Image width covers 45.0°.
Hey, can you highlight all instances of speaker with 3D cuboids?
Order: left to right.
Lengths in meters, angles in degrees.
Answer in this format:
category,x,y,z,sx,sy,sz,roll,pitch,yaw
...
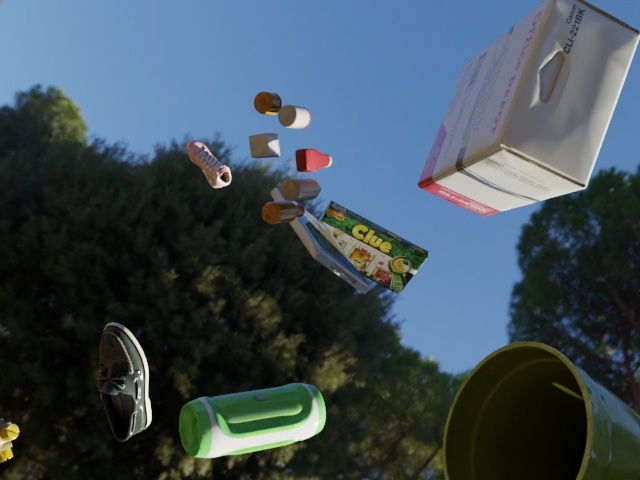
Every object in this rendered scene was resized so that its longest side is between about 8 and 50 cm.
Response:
category,x,y,z,sx,sy,sz,roll,pitch,yaw
speaker,-0.141,0.378,1.637,0.131,0.296,0.131,5,-84,57

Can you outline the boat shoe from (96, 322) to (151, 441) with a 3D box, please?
category,x,y,z,sx,sy,sz,roll,pitch,yaw
boat shoe,-0.533,0.383,2.032,0.127,0.113,0.340,12,-61,20

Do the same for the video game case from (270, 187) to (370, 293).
category,x,y,z,sx,sy,sz,roll,pitch,yaw
video game case,0.000,0.000,1.565,0.193,0.023,0.212,37,13,-47

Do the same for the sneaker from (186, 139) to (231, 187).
category,x,y,z,sx,sy,sz,roll,pitch,yaw
sneaker,-0.258,-0.182,1.825,0.070,0.051,0.134,4,-47,52

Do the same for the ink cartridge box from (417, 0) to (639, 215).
category,x,y,z,sx,sy,sz,roll,pitch,yaw
ink cartridge box,0.242,-0.152,0.948,0.114,0.197,0.273,23,-9,-8

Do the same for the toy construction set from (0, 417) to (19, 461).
category,x,y,z,sx,sy,sz,roll,pitch,yaw
toy construction set,-0.763,0.413,1.715,0.237,0.257,0.309,-28,-123,33

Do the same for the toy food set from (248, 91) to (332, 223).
category,x,y,z,sx,sy,sz,roll,pitch,yaw
toy food set,-0.049,-0.151,1.384,0.111,0.104,0.232,-7,-89,28

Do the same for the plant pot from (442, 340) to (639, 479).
category,x,y,z,sx,sy,sz,roll,pitch,yaw
plant pot,0.496,0.427,1.530,0.353,0.366,0.366,24,-28,-28

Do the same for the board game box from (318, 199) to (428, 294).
category,x,y,z,sx,sy,sz,roll,pitch,yaw
board game box,0.106,0.019,1.801,0.259,0.030,0.136,27,-57,-7
